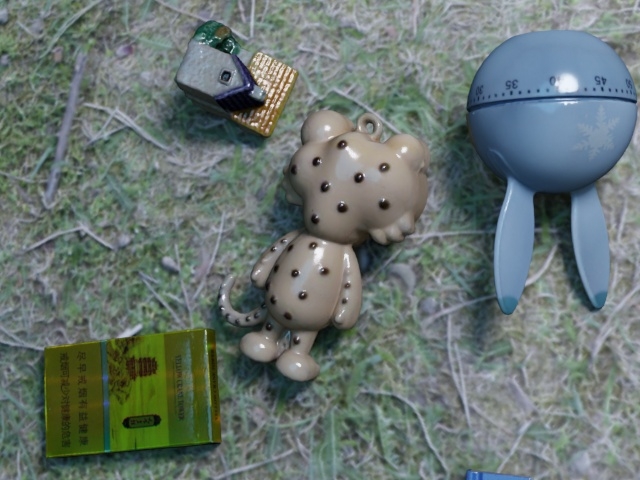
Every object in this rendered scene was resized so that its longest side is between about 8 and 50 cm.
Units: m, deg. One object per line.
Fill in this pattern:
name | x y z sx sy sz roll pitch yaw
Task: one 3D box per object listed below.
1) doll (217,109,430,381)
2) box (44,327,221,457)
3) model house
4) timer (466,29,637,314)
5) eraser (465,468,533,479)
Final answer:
doll | 0.001 0.002 1.060 0.154 0.119 0.278 34 99 20
box | -0.203 0.164 1.120 0.193 0.030 0.122 -7 77 14
model house | -0.085 -0.173 1.116 0.100 0.100 0.088 25 85 17
timer | 0.211 -0.077 1.008 0.175 0.175 0.256 15 113 18
eraser | 0.168 0.264 0.998 0.063 0.027 0.085 3 80 15
